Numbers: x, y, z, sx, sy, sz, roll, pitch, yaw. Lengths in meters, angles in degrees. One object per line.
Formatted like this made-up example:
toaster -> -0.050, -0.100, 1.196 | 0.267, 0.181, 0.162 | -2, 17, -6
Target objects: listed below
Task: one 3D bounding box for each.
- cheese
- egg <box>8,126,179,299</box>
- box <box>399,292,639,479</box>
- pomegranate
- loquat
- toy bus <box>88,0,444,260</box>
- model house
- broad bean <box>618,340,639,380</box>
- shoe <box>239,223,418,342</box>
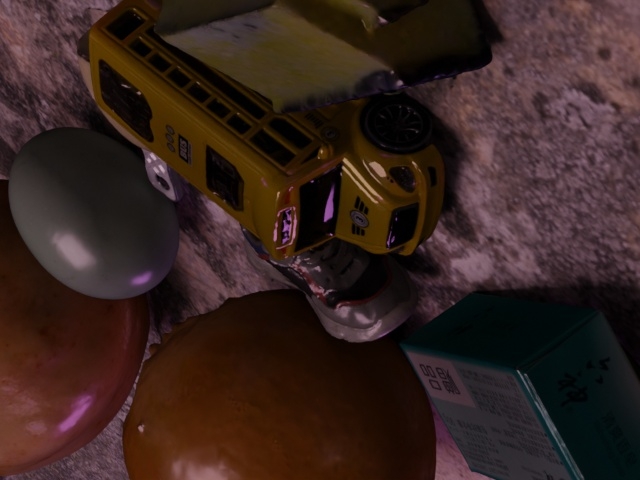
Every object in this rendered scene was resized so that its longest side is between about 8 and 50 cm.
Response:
cheese -> -0.167, -0.129, 1.572 | 0.163, 0.071, 0.249 | 21, 143, 46
egg -> -0.262, -0.033, 1.741 | 0.231, 0.168, 0.168 | 45, 155, 17
box -> 0.182, 0.136, 1.303 | 0.153, 0.092, 0.245 | 61, 163, -12
pomegranate -> -0.425, 0.115, 1.940 | 0.411, 0.411, 0.411 | 37, 152, 24
loquat -> -0.041, 0.206, 1.559 | 0.328, 0.328, 0.328 | 37, 152, 24
toy bus -> -0.049, -0.097, 1.339 | 0.331, 0.151, 0.145 | 39, 150, 21
model house -> 0.025, -0.189, 1.159 | 0.211, 0.170, 0.194 | 30, 158, -31
broad bean -> 0.298, 0.183, 1.303 | 0.297, 0.043, 0.060 | 58, 164, -17
shoe -> -0.001, 0.000, 1.454 | 0.227, 0.099, 0.125 | 32, 153, 39
